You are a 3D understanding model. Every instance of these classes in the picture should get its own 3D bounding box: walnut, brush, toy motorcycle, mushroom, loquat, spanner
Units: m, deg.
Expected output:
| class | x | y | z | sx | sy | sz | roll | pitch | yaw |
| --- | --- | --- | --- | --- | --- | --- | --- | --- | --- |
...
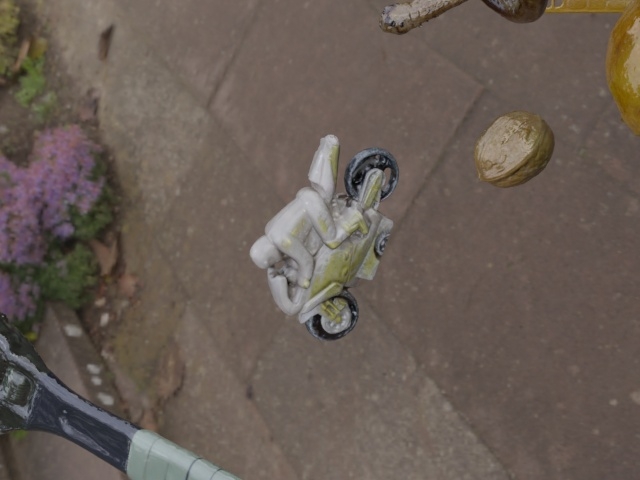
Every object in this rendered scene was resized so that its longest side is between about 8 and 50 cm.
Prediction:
| class | x | y | z | sx | sy | sz | roll | pitch | yaw |
| --- | --- | --- | --- | --- | --- | --- | --- | --- | --- |
| walnut | 0.275 | -0.129 | 1.315 | 0.124 | 0.105 | 0.105 | -47 | 43 | 3 |
| brush | 0.545 | -0.442 | 1.717 | 0.013 | 0.272 | 0.103 | -63 | -25 | -61 |
| toy motorcycle | 0.000 | 0.000 | 1.474 | 0.108 | 0.222 | 0.341 | 44 | 120 | 60 |
| mushroom | 0.191 | -0.346 | 1.296 | 0.217 | 0.148 | 0.227 | -36 | 42 | -3 |
| loquat | 0.438 | -0.228 | 1.089 | 0.187 | 0.176 | 0.234 | -70 | 7 | -52 |
| spanner | -0.093 | 0.109 | 0.475 | 0.315 | 0.024 | 0.087 | 19 | 120 | 30 |
